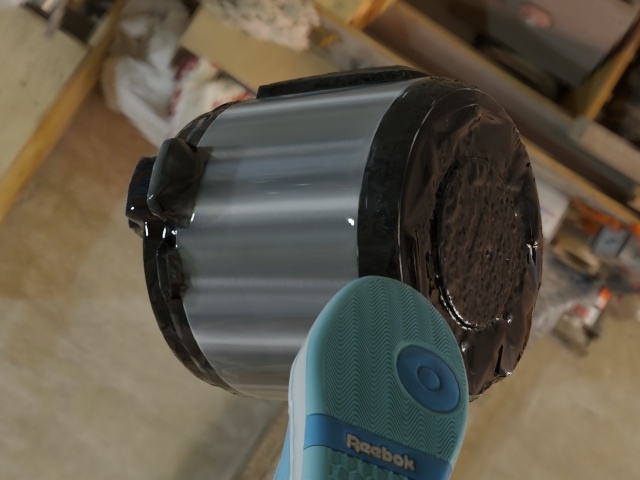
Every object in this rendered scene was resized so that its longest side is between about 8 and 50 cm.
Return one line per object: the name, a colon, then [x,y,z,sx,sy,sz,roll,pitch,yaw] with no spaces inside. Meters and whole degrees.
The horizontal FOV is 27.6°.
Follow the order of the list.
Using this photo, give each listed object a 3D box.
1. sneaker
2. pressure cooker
sneaker: [-0.012,0.182,0.847,0.127,0.319,0.208,29,134,-15]
pressure cooker: [-0.002,0.005,1.489,0.420,0.375,0.369,-3,113,35]
